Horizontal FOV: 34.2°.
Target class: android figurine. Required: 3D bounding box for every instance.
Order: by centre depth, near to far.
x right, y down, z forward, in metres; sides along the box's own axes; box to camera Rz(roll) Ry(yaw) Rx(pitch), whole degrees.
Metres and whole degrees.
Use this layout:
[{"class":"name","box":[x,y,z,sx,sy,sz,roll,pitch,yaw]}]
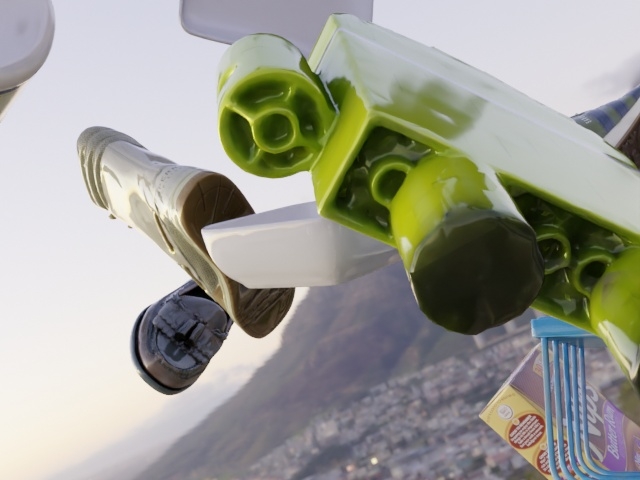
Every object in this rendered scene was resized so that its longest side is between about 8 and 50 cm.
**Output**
[{"class":"android figurine","box":[0.072,-0.026,0.444,0.056,0.248,0.273,-62,16,18]}]

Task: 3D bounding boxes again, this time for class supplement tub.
[{"class":"supplement tub","box":[-0.553,-0.278,1.552,0.235,0.235,0.325,-19,-5,-36]}]

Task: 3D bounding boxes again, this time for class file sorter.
[{"class":"file sorter","box":[0.209,0.102,0.654,0.118,0.104,0.170,-4,-9,21]}]

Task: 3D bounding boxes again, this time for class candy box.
[{"class":"candy box","box":[0.245,0.189,0.959,0.053,0.187,0.109,-56,-12,30]}]

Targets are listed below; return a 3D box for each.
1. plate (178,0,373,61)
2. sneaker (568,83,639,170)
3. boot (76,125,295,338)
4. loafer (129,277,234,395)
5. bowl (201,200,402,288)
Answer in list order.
[{"class":"plate","box":[-0.047,-0.340,1.204,0.278,0.277,0.045,8,-6,-41]},{"class":"sneaker","box":[0.204,-0.078,0.750,0.086,0.064,0.192,9,42,45]},{"class":"boot","box":[-0.118,-0.008,0.925,0.077,0.165,0.213,-51,-38,-18]},{"class":"loafer","box":[-0.140,0.082,1.188,0.084,0.096,0.267,-45,7,18]},{"class":"bowl","box":[0.000,0.000,0.780,0.142,0.053,0.142,-4,9,37]}]
